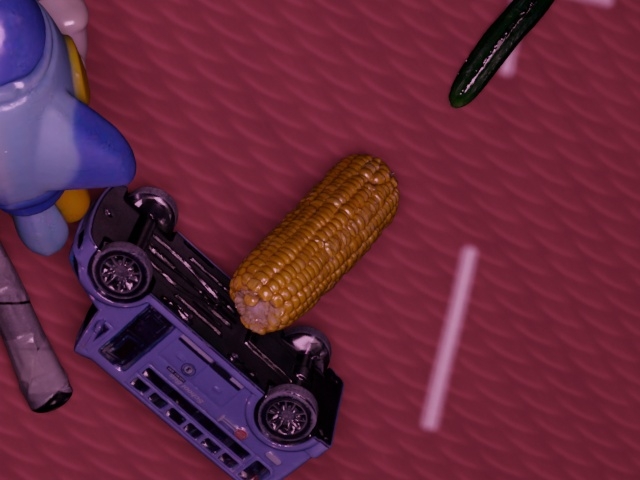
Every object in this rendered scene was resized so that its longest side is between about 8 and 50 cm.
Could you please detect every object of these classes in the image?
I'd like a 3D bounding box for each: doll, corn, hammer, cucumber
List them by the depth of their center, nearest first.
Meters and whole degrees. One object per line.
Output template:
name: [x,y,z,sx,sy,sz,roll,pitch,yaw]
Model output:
doll: [-0.231,-0.163,1.367,0.187,0.376,0.365,3,94,26]
hammer: [-0.319,-0.031,1.520,0.152,0.044,0.427,-21,112,-9]
corn: [0.000,0.000,1.553,0.080,0.080,0.238,52,48,-13]
cucumber: [0.179,-0.199,1.633,0.033,0.036,0.184,40,89,-6]

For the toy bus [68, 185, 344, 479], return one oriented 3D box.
toy bus: [-0.117,0.088,1.558,0.292,0.125,0.133,42,115,-14]
